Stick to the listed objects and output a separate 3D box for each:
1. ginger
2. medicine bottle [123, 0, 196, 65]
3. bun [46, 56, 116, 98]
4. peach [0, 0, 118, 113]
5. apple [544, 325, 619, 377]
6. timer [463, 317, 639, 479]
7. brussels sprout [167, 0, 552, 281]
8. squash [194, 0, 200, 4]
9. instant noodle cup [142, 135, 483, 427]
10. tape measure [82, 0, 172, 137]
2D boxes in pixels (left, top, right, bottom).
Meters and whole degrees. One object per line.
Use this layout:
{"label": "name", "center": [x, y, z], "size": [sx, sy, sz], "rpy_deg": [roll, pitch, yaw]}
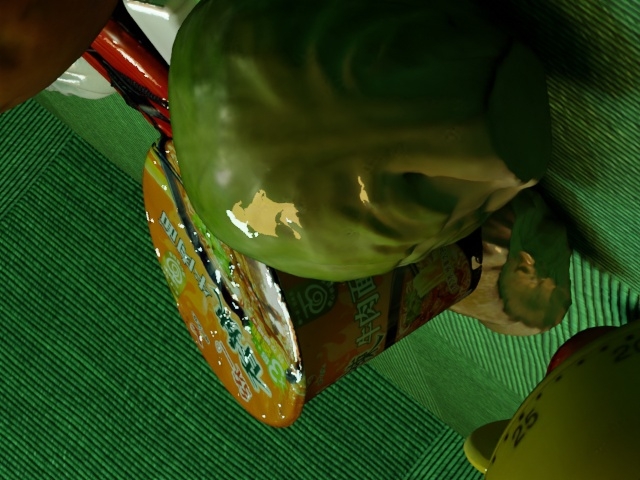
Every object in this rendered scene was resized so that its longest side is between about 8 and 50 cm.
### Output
{"label": "ginger", "center": [0.108, -0.005, 1.560], "size": [0.221, 0.130, 0.276], "rpy_deg": [35, 177, -14]}
{"label": "medicine bottle", "center": [-0.077, -0.178, 1.454], "size": [0.078, 0.115, 0.219], "rpy_deg": [16, 163, 24]}
{"label": "bun", "center": [-0.314, -0.241, 2.285], "size": [0.173, 0.120, 0.173], "rpy_deg": [38, 170, 8]}
{"label": "peach", "center": [-0.307, -0.260, 1.399], "size": [0.343, 0.301, 0.343], "rpy_deg": [44, -174, -6]}
{"label": "apple", "center": [0.271, 0.167, 1.619], "size": [0.168, 0.181, 0.181], "rpy_deg": [14, 165, 17]}
{"label": "timer", "center": [0.272, 0.193, 1.238], "size": [0.376, 0.376, 0.387], "rpy_deg": [40, -163, -1]}
{"label": "brussels sprout", "center": [0.021, -0.084, 1.168], "size": [0.244, 0.244, 0.244], "rpy_deg": [39, 173, 6]}
{"label": "squash", "center": [-0.048, -0.195, 1.296], "size": [0.101, 0.101, 0.378], "rpy_deg": [36, 172, 27]}
{"label": "instant noodle cup", "center": [0.000, 0.000, 1.360], "size": [0.230, 0.182, 0.230], "rpy_deg": [49, 152, 37]}
{"label": "tape measure", "center": [-0.167, -0.197, 1.824], "size": [0.260, 0.114, 0.253], "rpy_deg": [42, 172, -18]}
